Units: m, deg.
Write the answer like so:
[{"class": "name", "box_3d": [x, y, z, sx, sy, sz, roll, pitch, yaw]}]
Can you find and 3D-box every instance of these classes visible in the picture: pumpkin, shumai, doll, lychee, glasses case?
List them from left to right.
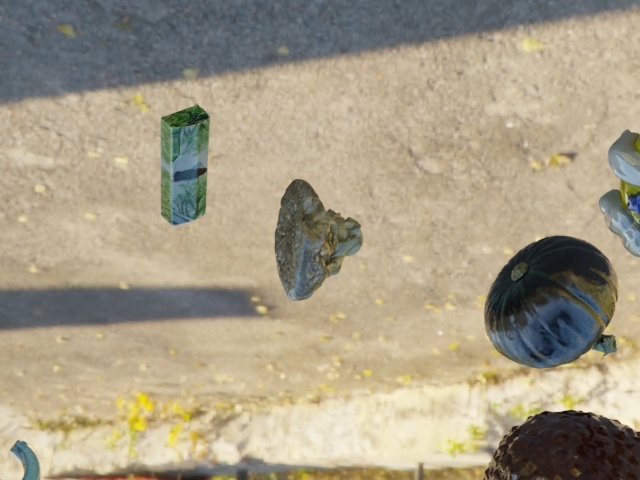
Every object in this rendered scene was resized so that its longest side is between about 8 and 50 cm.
[{"class": "glasses case", "box_3d": [-0.289, -0.155, 1.965, 0.095, 0.062, 0.272, -28, 144, -31]}, {"class": "shumai", "box_3d": [0.000, 0.000, 1.595, 0.153, 0.209, 0.161, 1, 174, -29]}, {"class": "pumpkin", "box_3d": [0.420, 0.126, 1.597, 0.248, 0.247, 0.248, 4, 155, 2]}, {"class": "lychee", "box_3d": [0.305, 0.325, 1.056, 0.261, 0.260, 0.260, 4, 155, 2]}, {"class": "doll", "box_3d": [0.426, -0.037, 1.007, 0.111, 0.252, 0.237, -30, 150, -32]}]

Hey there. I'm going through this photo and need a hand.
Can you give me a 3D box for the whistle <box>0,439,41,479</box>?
[{"class": "whistle", "box_3d": [-0.435, 0.372, 1.224, 0.274, 0.186, 0.093, 36, 134, 20]}]
